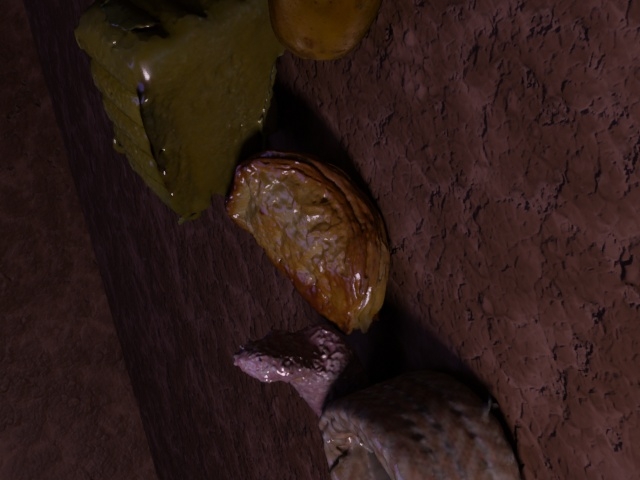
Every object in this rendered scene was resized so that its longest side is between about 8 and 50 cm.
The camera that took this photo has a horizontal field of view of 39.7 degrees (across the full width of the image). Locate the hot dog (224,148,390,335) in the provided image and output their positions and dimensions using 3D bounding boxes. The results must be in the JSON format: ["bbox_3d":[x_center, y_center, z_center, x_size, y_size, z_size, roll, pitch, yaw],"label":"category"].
[{"bbox_3d":[0.001,-0.003,1.117,0.259,0.114,0.175,45,141,16],"label":"hot dog"}]

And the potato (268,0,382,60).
[{"bbox_3d":[0.005,-0.333,0.873,0.195,0.176,0.369,31,141,20],"label":"potato"}]

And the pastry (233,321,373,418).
[{"bbox_3d":[0.009,0.179,1.120,0.103,0.112,0.265,43,178,43],"label":"pastry"}]

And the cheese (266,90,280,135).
[{"bbox_3d":[-0.086,-0.184,1.263,0.084,0.060,0.041,59,162,16],"label":"cheese"}]

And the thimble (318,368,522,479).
[{"bbox_3d":[0.110,0.253,0.993,0.229,0.148,0.196,4,110,67],"label":"thimble"}]

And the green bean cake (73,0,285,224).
[{"bbox_3d":[-0.148,-0.219,1.131,0.202,0.285,0.310,40,152,31],"label":"green bean cake"}]
